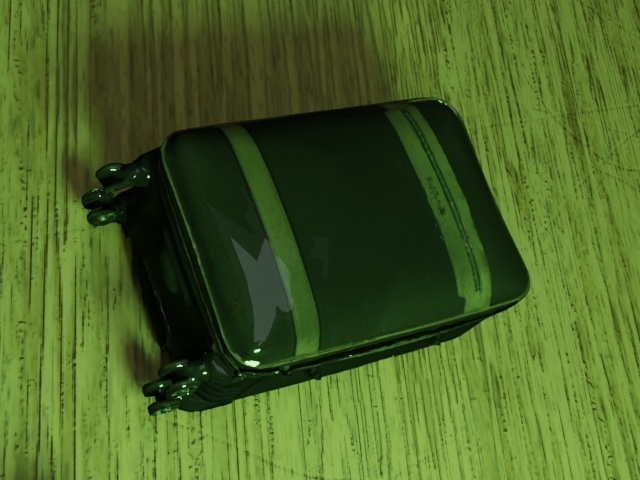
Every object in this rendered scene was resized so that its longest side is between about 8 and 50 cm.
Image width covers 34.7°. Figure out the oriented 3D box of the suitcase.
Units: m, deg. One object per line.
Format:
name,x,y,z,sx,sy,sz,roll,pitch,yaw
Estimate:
suitcase,0.000,0.000,1.073,0.433,0.194,0.283,-11,71,-31
